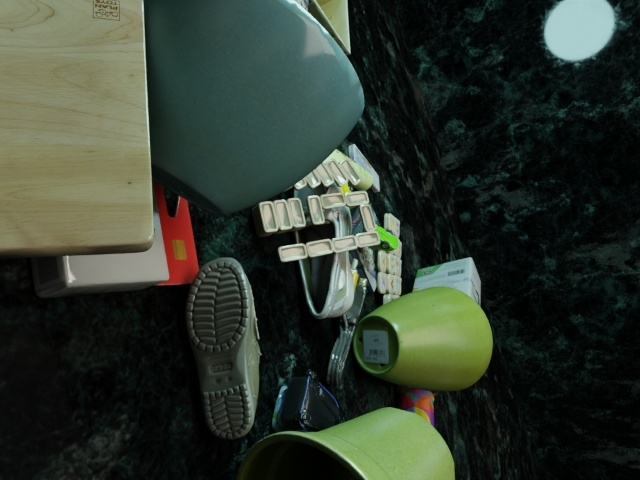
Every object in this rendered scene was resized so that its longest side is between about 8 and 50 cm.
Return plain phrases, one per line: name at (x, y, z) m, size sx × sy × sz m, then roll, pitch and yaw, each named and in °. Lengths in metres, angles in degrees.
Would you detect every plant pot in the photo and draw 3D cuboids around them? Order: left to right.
plant pot at (-0.121, -0.145, 0.578) m, size 0.290 × 0.290 × 0.195 m, roll 41°, pitch 75°, yaw -48°
plant pot at (0.063, 0.367, 0.691) m, size 0.254 × 0.276 × 0.275 m, roll -5°, pitch 79°, yaw -53°
plant pot at (0.225, 0.247, 1.185) m, size 0.294 × 0.275 × 0.274 m, roll 7°, pitch 69°, yaw -46°

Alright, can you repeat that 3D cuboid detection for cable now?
cable at (0.046, 0.188, 1.081) m, size 0.139 × 0.072 × 0.287 m, roll 92°, pitch 17°, yaw -57°

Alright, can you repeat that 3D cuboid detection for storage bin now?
storage bin at (-0.037, -0.657, 1.303) m, size 0.260 × 0.123 × 0.262 m, roll 40°, pitch 42°, yaw -50°

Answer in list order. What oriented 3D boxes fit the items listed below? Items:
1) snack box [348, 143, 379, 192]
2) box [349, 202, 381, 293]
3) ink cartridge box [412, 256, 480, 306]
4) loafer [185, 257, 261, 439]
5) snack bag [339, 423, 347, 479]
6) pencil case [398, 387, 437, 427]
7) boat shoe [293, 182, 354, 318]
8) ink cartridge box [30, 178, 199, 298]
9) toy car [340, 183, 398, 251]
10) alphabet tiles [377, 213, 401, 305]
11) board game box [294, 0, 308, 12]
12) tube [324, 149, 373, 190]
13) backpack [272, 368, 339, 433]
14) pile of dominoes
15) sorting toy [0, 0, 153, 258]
snack box at (0.138, -0.221, 1.510) m, size 0.178 × 0.022 × 0.064 m, roll 42°, pitch 41°, yaw -47°
box at (0.122, 0.017, 1.317) m, size 0.159 × 0.044 × 0.233 m, roll 65°, pitch 27°, yaw -18°
ink cartridge box at (0.418, 0.193, 1.617) m, size 0.117 × 0.202 × 0.278 m, roll 63°, pitch 28°, yaw -20°
loafer at (-0.136, 0.151, 0.706) m, size 0.087 × 0.095 × 0.250 m, roll 61°, pitch 26°, yaw -83°
snack bag at (0.081, 0.549, 0.893) m, size 0.323 × 0.037 × 0.342 m, roll 57°, pitch 30°, yaw -49°
pencil case at (0.245, 0.489, 1.232) m, size 0.104 × 0.105 × 0.236 m, roll 54°, pitch 33°, yaw -34°
boat shoe at (-0.002, 0.002, 1.007) m, size 0.103 × 0.118 × 0.320 m, roll 10°, pitch 73°, yaw -66°
ink cartridge box at (-0.246, -0.085, 0.630) m, size 0.261 × 0.066 × 0.296 m, roll 3°, pitch 73°, yaw -62°
toy car at (0.087, -0.036, 1.185) m, size 0.225 × 0.053 × 0.239 m, roll 34°, pitch 37°, yaw -8°
alphabet tiles at (0.205, 0.070, 1.392) m, size 0.278 × 0.021 × 0.283 m, roll 23°, pitch 67°, yaw -68°
board game box at (-0.144, -0.477, 0.968) m, size 0.232 × 0.141 × 0.290 m, roll 41°, pitch 40°, yaw -48°
tube at (0.061, -0.196, 1.310) m, size 0.070 × 0.062 × 0.240 m, roll 42°, pitch 12°, yaw 36°
backpack at (-0.022, 0.297, 0.828) m, size 0.114 × 0.084 × 0.105 m, roll 49°, pitch 35°, yaw -32°
pile of dominoes at (-0.012, -0.064, 0.961) m, size 0.251 × 0.040 × 0.195 m, roll -9°, pitch 82°, yaw -31°
sorting toy at (-0.282, -0.096, 0.409) m, size 0.257 × 0.089 × 0.255 m, roll -2°, pitch 69°, yaw -20°
